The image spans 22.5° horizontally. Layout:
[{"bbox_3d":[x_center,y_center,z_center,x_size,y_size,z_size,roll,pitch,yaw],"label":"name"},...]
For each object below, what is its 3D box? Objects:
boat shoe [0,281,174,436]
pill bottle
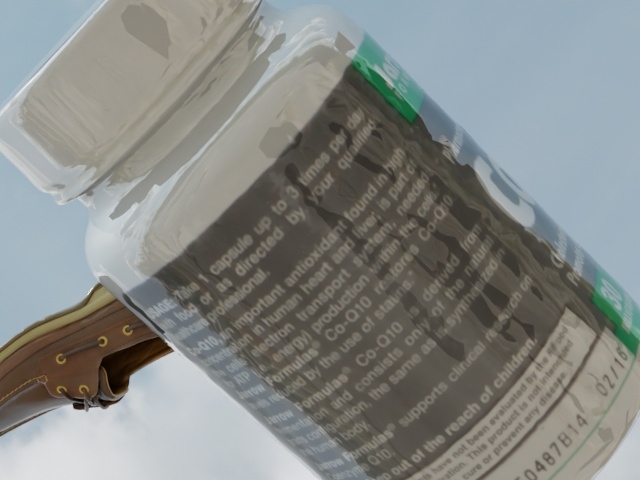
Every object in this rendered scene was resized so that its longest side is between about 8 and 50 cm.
[{"bbox_3d":[-0.147,0.076,0.992,0.178,0.064,0.060,-34,-110,3],"label":"boat shoe"},{"bbox_3d":[0.000,0.000,0.908,0.361,0.204,0.204,43,-97,-13],"label":"pill bottle"}]
